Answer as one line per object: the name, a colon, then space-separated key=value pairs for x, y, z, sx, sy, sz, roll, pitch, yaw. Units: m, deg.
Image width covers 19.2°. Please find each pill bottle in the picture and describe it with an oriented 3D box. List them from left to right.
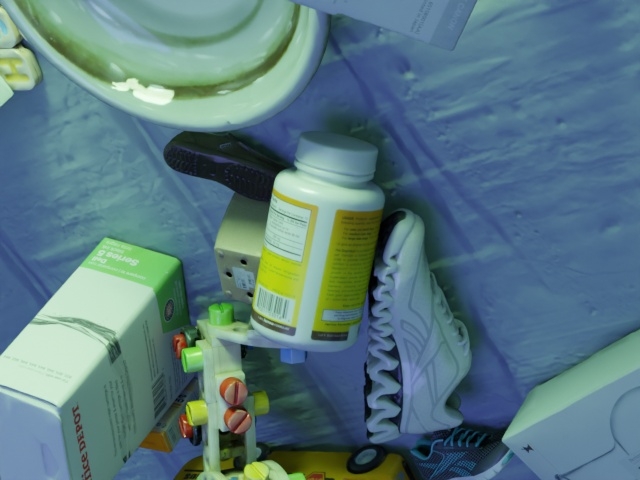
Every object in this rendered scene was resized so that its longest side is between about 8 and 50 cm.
pill bottle: x=0.000 y=0.000 z=1.966 sx=0.117 sy=0.117 sz=0.215 roll=17 pitch=105 yaw=22

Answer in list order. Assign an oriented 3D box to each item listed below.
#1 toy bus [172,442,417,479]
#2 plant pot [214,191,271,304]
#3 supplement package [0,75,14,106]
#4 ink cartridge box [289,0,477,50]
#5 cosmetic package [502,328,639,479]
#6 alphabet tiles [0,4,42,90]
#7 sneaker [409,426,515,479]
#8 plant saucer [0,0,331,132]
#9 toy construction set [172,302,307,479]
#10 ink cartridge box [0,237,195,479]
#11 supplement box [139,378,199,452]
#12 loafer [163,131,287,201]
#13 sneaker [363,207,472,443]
toy bus: x=-0.034 y=0.331 z=2.318 sx=0.332 sy=0.130 sz=0.108 roll=-3 pitch=124 yaw=37
plant pot: x=-0.058 y=0.014 z=2.079 sx=0.109 sy=0.096 sz=0.109 roll=12 pitch=132 yaw=25
supplement package: x=-0.496 y=-0.166 z=2.113 sx=0.149 sy=0.203 sz=0.194 roll=-19 pitch=114 yaw=45
ink cartridge box: x=0.058 y=-0.325 z=1.659 sx=0.239 sy=0.060 sz=0.275 roll=16 pitch=121 yaw=-16
cosmetic package: x=0.419 y=0.261 z=1.972 sx=0.377 sy=0.097 sz=0.284 roll=44 pitch=140 yaw=-7
alphabet tiles: x=-0.414 y=-0.291 z=2.112 sx=0.278 sy=0.021 sz=0.284 roll=4 pitch=128 yaw=32
sneaker: x=0.161 y=0.241 z=2.157 sx=0.076 sy=0.065 sz=0.166 roll=49 pitch=136 yaw=-7
plant saucer: x=-0.156 y=-0.295 z=1.863 sx=0.400 sy=0.100 sz=0.400 roll=17 pitch=136 yaw=17
toy construction set: x=-0.086 y=0.198 z=2.173 sx=0.151 sy=0.215 sz=0.328 roll=7 pitch=103 yaw=-21
ink cartridge box: x=-0.269 y=0.162 z=2.223 sx=0.114 sy=0.273 sz=0.198 roll=17 pitch=134 yaw=22
supplement box: x=-0.192 y=0.214 z=2.347 sx=0.062 sy=0.098 sz=0.036 roll=6 pitch=133 yaw=29
loafer: x=-0.095 y=-0.088 z=2.052 sx=0.148 sy=0.050 sz=0.056 roll=20 pitch=141 yaw=-3
sneaker: x=0.106 y=0.091 z=2.046 sx=0.118 sy=0.110 sz=0.292 roll=1 pitch=125 yaw=2
